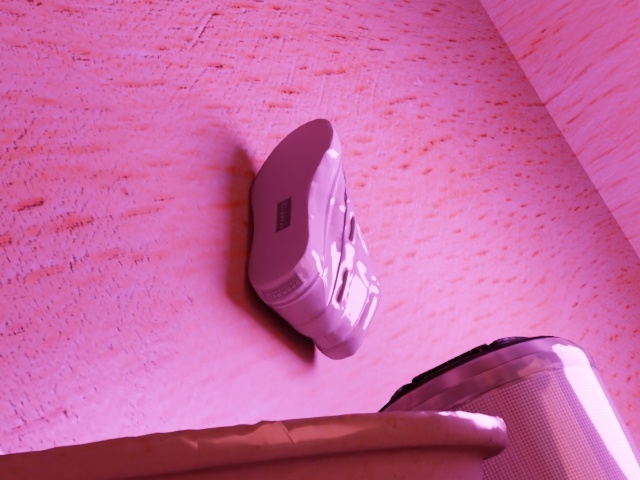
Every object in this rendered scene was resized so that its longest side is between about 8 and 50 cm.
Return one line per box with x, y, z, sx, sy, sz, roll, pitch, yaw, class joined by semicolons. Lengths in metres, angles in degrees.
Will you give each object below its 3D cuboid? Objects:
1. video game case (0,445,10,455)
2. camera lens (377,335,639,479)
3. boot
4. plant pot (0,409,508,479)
-0.171;0.200;0.719;0.201;0.023;0.183;49;23;-22;video game case
0.174;0.234;1.131;0.219;0.219;0.274;17;44;-58;camera lens
0.000;0.000;1.286;0.123;0.095;0.258;51;30;-30;boot
-0.068;0.245;0.506;0.334;0.334;0.305;14;63;-60;plant pot
